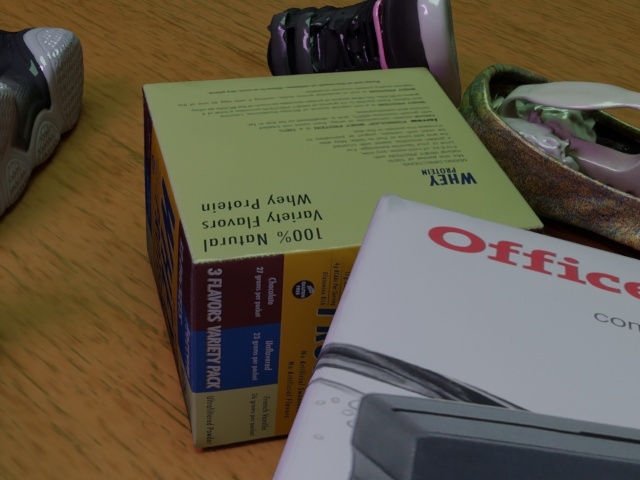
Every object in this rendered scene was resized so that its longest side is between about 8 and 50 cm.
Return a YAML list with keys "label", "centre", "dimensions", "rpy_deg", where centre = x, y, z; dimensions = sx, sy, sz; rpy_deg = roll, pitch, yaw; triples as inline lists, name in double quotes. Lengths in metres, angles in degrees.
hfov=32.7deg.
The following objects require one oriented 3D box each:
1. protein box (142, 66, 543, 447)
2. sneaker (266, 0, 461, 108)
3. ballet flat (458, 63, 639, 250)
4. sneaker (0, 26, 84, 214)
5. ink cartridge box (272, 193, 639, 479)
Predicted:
- label: "protein box"
  centre: [0.000, 0.000, 0.687]
  dimensions: [0.200, 0.136, 0.201]
  rpy_deg: [-6, 36, -14]
- label: "sneaker"
  centre: [0.029, -0.149, 0.872]
  dimensions: [0.147, 0.104, 0.296]
  rpy_deg: [-5, 5, 0]
- label: "ballet flat"
  centre: [0.252, -0.043, 0.790]
  dimensions: [0.348, 0.123, 0.123]
  rpy_deg: [24, 40, 25]
- label: "sneaker"
  centre: [-0.292, -0.095, 0.832]
  dimensions: [0.153, 0.101, 0.268]
  rpy_deg: [8, 30, 7]
- label: "ink cartridge box"
  centre: [0.108, 0.162, 0.384]
  dimensions: [0.285, 0.166, 0.395]
  rpy_deg: [16, 28, 4]
